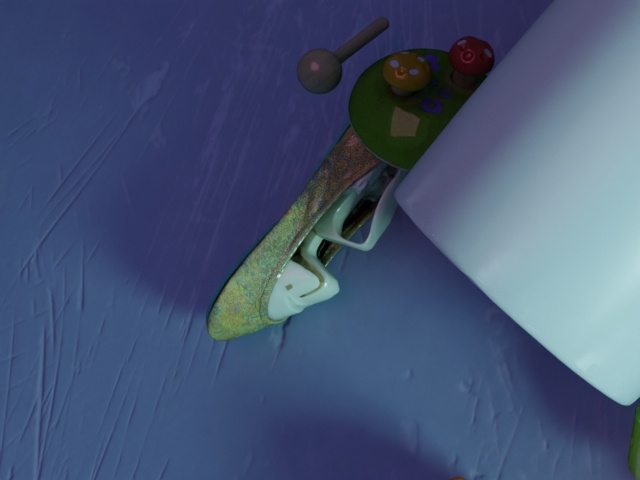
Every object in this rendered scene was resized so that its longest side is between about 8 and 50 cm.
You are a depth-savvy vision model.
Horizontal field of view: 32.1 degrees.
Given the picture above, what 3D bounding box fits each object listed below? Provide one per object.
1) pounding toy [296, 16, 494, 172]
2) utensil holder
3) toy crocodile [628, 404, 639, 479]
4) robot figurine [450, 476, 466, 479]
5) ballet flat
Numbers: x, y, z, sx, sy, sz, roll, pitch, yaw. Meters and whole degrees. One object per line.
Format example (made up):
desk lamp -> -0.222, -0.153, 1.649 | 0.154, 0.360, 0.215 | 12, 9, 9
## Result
pounding toy -> 0.108, -0.191, 1.258 | 0.237, 0.110, 0.183 | 38, 57, 21
utensil holder -> 0.303, -0.089, 1.036 | 0.385, 0.327, 0.327 | -48, 55, 10
toy crocodile -> 0.440, 0.203, 0.980 | 0.340, 0.105, 0.115 | -1, 111, 29
robot figurine -> 0.171, 0.335, 1.070 | 0.219, 0.158, 0.128 | 54, 125, 34
ballet flat -> 0.000, 0.000, 1.313 | 0.123, 0.123, 0.348 | 39, 92, 35
